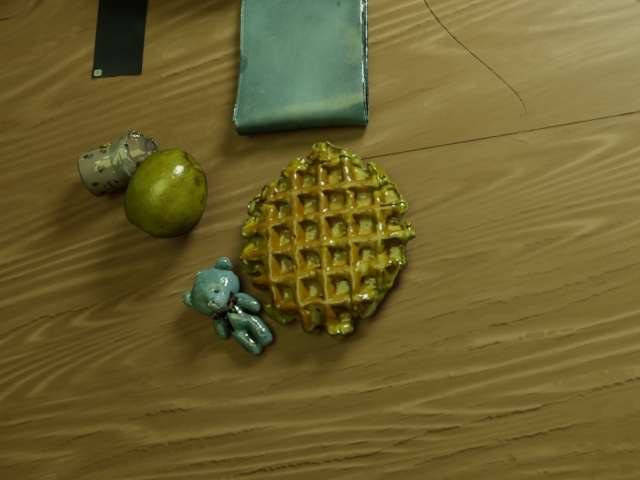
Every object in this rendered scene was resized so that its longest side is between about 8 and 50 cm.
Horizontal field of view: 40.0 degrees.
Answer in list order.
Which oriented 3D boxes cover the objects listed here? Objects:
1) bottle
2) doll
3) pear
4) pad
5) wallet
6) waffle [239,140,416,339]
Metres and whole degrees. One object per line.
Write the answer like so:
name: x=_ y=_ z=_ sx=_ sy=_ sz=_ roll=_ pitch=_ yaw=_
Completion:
bottle: x=-0.369 y=-0.149 z=1.654 sx=0.152 sy=0.099 sz=0.099 roll=-22 pitch=75 yaw=11
doll: x=-0.163 y=0.124 z=1.544 sx=0.120 sy=0.075 sz=0.180 roll=-44 pitch=70 yaw=14
pear: x=-0.271 y=-0.083 z=1.577 sx=0.149 sy=0.149 sz=0.162 roll=40 pitch=107 yaw=20
pad: x=-0.397 y=-0.418 z=1.747 sx=0.116 sy=0.004 sz=0.193 roll=1 pitch=82 yaw=19
wallet: x=-0.034 y=-0.335 z=1.577 sx=0.251 sy=0.054 sz=0.290 roll=-4 pitch=79 yaw=18
waffle: x=0.000 y=0.000 z=1.508 sx=0.302 sy=0.068 sz=0.325 roll=40 pitch=95 yaw=20
